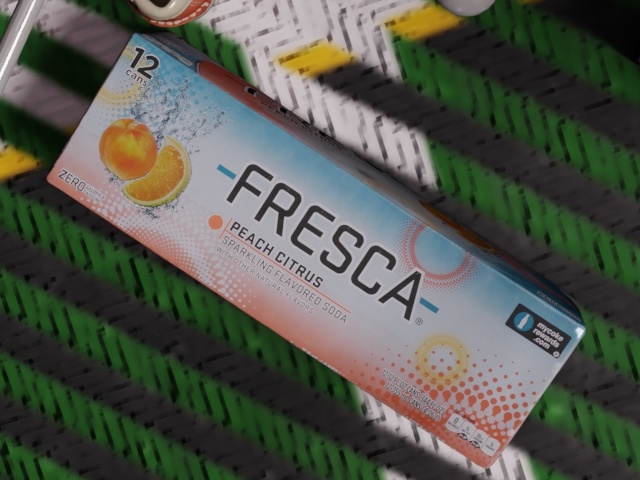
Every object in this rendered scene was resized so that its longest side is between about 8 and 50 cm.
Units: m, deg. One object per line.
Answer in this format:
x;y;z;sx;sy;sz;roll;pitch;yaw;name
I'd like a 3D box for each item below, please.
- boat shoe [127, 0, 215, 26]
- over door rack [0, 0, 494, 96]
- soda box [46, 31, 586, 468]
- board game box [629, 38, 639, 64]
-0.063;-0.142;0.511;0.049;0.043;0.137;-9;96;10;boat shoe
0.029;-0.053;0.425;0.239;0.108;0.324;25;79;4;over door rack
0.000;0.000;0.516;0.183;0.058;0.063;34;100;0;soda box
0.250;-0.078;0.483;0.243;0.042;0.165;27;100;2;board game box
